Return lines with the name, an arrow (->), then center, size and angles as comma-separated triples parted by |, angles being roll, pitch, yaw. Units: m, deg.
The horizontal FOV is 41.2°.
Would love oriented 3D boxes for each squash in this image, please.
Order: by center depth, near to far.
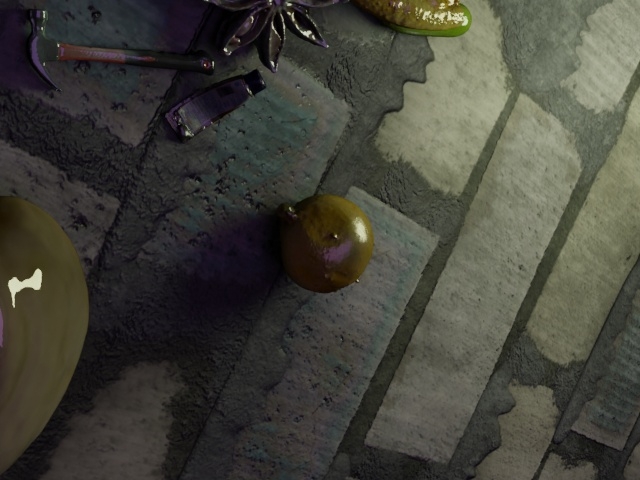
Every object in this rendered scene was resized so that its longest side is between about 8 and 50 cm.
squash -> 0.191, -0.401, 1.533 | 0.201, 0.066, 0.066 | -5, 108, -31

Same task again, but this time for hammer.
hammer -> -0.286, -0.270, 1.251 | 0.288, 0.033, 0.111 | -4, 107, -35

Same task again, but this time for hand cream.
hand cream -> -0.162, -0.217, 1.345 | 0.163, 0.039, 0.062 | -29, 127, 0

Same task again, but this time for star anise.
star anise -> -0.079, -0.390, 1.316 | 0.223, 0.109, 0.236 | -22, 134, -3

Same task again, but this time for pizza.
pizza -> 0.106, -0.449, 1.409 | 0.258, 0.087, 0.268 | -26, 106, -22

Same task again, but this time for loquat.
loquat -> 0.000, 0.000, 1.473 | 0.204, 0.149, 0.172 | 35, 88, -27

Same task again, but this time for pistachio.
pistachio -> -0.491, 0.139, 1.080 | 0.365, 0.281, 0.445 | 38, 77, -34
